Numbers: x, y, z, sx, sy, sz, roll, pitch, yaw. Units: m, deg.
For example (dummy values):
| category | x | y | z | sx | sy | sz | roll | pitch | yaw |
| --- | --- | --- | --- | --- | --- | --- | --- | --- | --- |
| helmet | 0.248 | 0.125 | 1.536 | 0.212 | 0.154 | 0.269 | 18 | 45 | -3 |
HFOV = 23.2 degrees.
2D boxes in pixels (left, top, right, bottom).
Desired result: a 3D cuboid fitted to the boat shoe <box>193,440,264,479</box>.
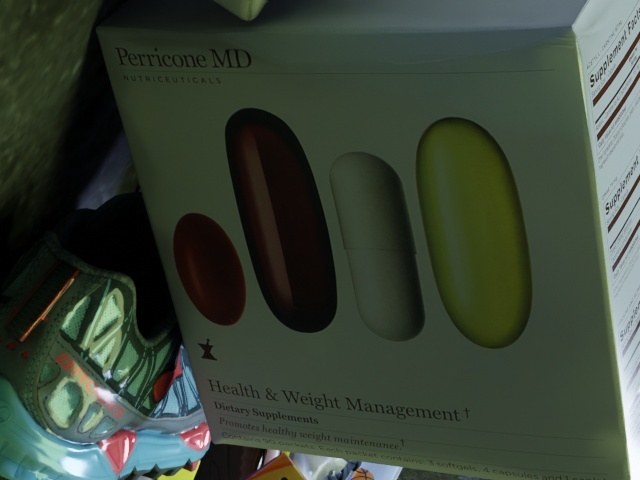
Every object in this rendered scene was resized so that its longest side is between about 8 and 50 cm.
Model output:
| category | x | y | z | sx | sy | sz | roll | pitch | yaw |
| --- | --- | --- | --- | --- | --- | --- | --- | --- | --- |
| boat shoe | -0.103 | 0.182 | 1.334 | 0.103 | 0.118 | 0.320 | 77 | 38 | -77 |

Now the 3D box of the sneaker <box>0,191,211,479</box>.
| category | x | y | z | sx | sy | sz | roll | pitch | yaw |
| --- | --- | --- | --- | --- | --- | --- | --- | --- | --- |
| sneaker | -0.086 | 0.042 | 0.715 | 0.125 | 0.104 | 0.262 | -62 | 175 | 7 |

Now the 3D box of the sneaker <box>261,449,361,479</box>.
| category | x | y | z | sx | sy | sz | roll | pitch | yaw |
| --- | --- | --- | --- | --- | --- | --- | --- | --- | --- |
| sneaker | 0.034 | 0.139 | 1.290 | 0.111 | 0.121 | 0.300 | 78 | 33 | -75 |

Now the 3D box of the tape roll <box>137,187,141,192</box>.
| category | x | y | z | sx | sy | sz | roll | pitch | yaw |
| --- | --- | --- | --- | --- | --- | --- | --- | --- | --- |
| tape roll | 0.000 | -0.071 | 0.912 | 0.286 | 0.100 | 0.286 | -59 | 175 | -9 |

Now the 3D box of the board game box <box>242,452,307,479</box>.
| category | x | y | z | sx | sy | sz | roll | pitch | yaw |
| --- | --- | --- | --- | --- | --- | --- | --- | --- | --- |
| board game box | -0.081 | 0.432 | 1.054 | 0.357 | 0.356 | 0.356 | -33 | 164 | -24 |

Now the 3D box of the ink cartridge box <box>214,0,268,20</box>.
| category | x | y | z | sx | sy | sz | roll | pitch | yaw |
| --- | --- | --- | --- | --- | --- | --- | --- | --- | --- |
| ink cartridge box | 0.012 | -0.208 | 0.405 | 0.175 | 0.069 | 0.371 | -57 | 177 | -15 |

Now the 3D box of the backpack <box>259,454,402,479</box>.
| category | x | y | z | sx | sy | sz | roll | pitch | yaw |
| --- | --- | --- | --- | --- | --- | --- | --- | --- | --- |
| backpack | -0.034 | 0.217 | 1.648 | 0.263 | 0.213 | 0.276 | -28 | -160 | 52 |

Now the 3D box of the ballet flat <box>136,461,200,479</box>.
| category | x | y | z | sx | sy | sz | roll | pitch | yaw |
| --- | --- | --- | --- | --- | --- | --- | --- | --- | --- |
| ballet flat | -0.158 | 0.202 | 1.169 | 0.077 | 0.077 | 0.231 | -19 | 145 | -57 |

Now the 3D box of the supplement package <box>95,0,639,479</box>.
| category | x | y | z | sx | sy | sz | roll | pitch | yaw |
| --- | --- | --- | --- | --- | --- | --- | --- | --- | --- |
| supplement package | 0.046 | -0.027 | 0.645 | 0.149 | 0.194 | 0.203 | -53 | 138 | -49 |
